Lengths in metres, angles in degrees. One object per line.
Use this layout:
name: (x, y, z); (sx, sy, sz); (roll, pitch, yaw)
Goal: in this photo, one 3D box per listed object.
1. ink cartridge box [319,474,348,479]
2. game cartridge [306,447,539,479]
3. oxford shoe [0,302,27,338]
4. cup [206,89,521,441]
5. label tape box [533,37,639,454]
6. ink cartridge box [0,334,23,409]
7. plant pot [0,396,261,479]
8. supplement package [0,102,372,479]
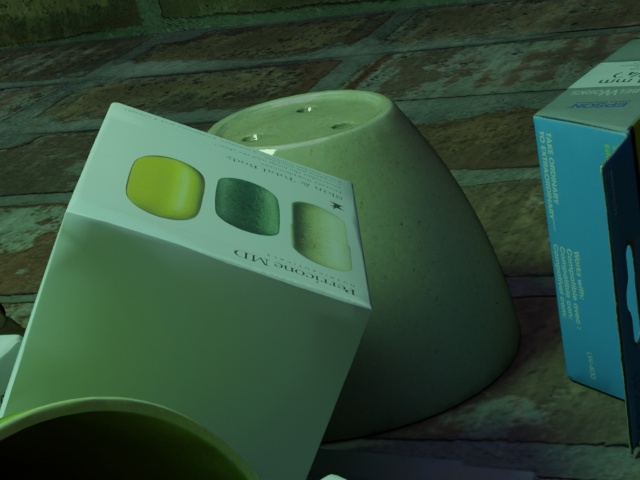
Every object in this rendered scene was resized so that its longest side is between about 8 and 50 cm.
ink cartridge box: (0.067, 0.249, 0.650); (0.117, 0.201, 0.278); (-24, 24, -34)
game cartridge: (-0.045, 0.220, 1.004); (0.355, 0.068, 0.230); (1, 19, 29)
oxford shoe: (-0.317, 0.112, 1.433); (0.096, 0.082, 0.227); (8, 14, -14)
cup: (0.000, 0.000, 1.314); (0.331, 0.237, 0.331); (-10, 20, 4)
label tape box: (0.257, -0.012, 1.204); (0.106, 0.240, 0.334); (3, 24, 33)
ink cartridge box: (-0.397, 0.172, 1.225); (0.273, 0.114, 0.197); (-4, 20, 17)
plant pot: (-0.203, 0.227, 0.818); (0.275, 0.274, 0.294); (-29, 14, -40)
supplement package: (-0.093, 0.054, 1.008); (0.199, 0.198, 0.262); (18, 18, -8)
